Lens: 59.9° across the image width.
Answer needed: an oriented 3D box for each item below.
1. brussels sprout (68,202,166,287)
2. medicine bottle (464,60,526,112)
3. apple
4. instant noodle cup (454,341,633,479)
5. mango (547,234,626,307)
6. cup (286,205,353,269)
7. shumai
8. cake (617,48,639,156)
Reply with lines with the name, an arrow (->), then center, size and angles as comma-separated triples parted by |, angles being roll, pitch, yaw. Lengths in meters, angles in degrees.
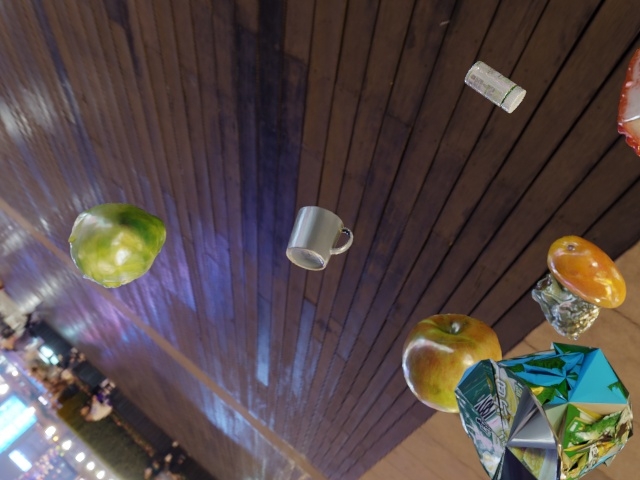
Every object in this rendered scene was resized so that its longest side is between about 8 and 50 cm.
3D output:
brussels sprout -> -0.348, -0.006, 0.953 | 0.149, 0.152, 0.122 | 26, 141, -16
medicine bottle -> 0.569, -0.503, 1.816 | 0.183, 0.086, 0.086 | 42, 151, 18
apple -> 0.334, 0.314, 1.425 | 0.246, 0.246, 0.226 | 14, 115, 42
instant noodle cup -> 0.365, 0.284, 0.902 | 0.240, 0.178, 0.240 | 168, 90, -68
mango -> 0.623, 0.085, 1.295 | 0.217, 0.102, 0.141 | 40, 146, -13
cup -> 0.000, 0.000, 0.882 | 0.100, 0.077, 0.078 | 9, 150, 20
shumai -> 0.857, 0.196, 1.935 | 0.218, 0.256, 0.189 | 27, 163, 23
cake -> 0.824, -0.303, 1.148 | 0.269, 0.270, 0.319 | 35, 151, -27
